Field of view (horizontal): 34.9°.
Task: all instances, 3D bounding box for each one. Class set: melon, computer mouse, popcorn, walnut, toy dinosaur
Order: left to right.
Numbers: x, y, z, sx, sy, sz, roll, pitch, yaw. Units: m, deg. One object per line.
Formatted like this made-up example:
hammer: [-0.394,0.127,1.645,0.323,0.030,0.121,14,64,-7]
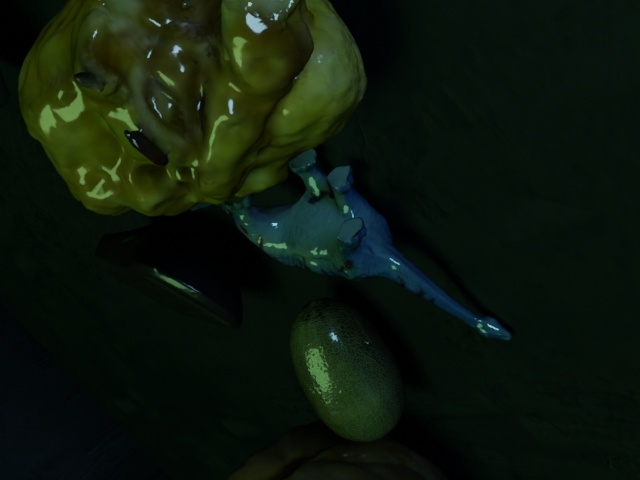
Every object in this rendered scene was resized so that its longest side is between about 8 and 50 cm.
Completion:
computer mouse: [-0.159,0.032,1.158,0.147,0.088,0.264,37,162,-27]
popcorn: [-0.078,-0.108,0.662,0.190,0.191,0.253,37,151,-18]
toy dinosaur: [0.003,-0.012,0.832,0.329,0.076,0.144,21,156,24]
melon: [0.025,0.126,0.995,0.099,0.099,0.162,12,138,52]
walnut: [0.038,0.383,1.168,0.344,0.306,0.306,56,155,-20]

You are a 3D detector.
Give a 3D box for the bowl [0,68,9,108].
bowl: [-0.483,-0.251,1.059,0.337,0.337,0.157,30,114,30]
